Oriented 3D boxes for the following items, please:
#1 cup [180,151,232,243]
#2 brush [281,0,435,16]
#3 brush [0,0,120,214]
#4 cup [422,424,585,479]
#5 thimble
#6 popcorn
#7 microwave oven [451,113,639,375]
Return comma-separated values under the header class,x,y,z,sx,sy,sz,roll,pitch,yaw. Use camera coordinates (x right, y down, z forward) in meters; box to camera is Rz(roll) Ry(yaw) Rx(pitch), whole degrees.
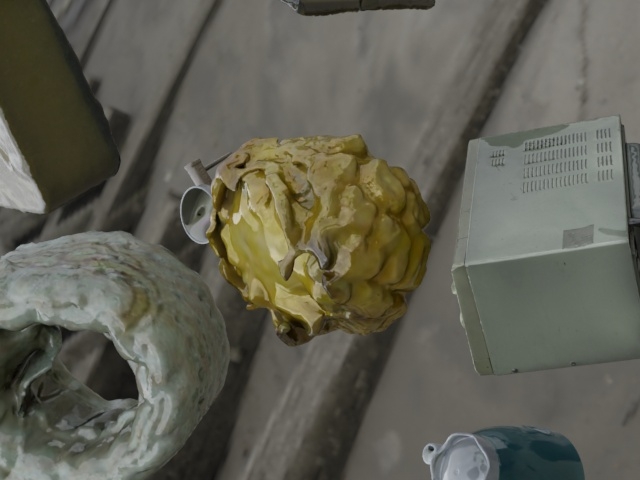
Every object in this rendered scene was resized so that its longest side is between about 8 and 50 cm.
class,x,y,z,sx,sy,sz,roll,pitch,yaw
cup,-0.120,-0.049,1.662,0.102,0.099,0.074,49,130,26
brush,0.025,-0.188,0.992,0.248,0.043,0.036,-20,-58,-62
brush,-0.181,-0.085,0.756,0.059,0.123,0.197,-28,18,-21
cup,0.246,0.327,1.838,0.300,0.173,0.167,13,85,54
thimble,-0.258,0.128,1.471,0.291,0.291,0.195,-54,0,24
popcorn,0.000,0.000,1.352,0.190,0.250,0.250,-39,16,-20
microwave oven,0.234,0.002,1.308,0.194,0.145,0.240,-6,31,14
